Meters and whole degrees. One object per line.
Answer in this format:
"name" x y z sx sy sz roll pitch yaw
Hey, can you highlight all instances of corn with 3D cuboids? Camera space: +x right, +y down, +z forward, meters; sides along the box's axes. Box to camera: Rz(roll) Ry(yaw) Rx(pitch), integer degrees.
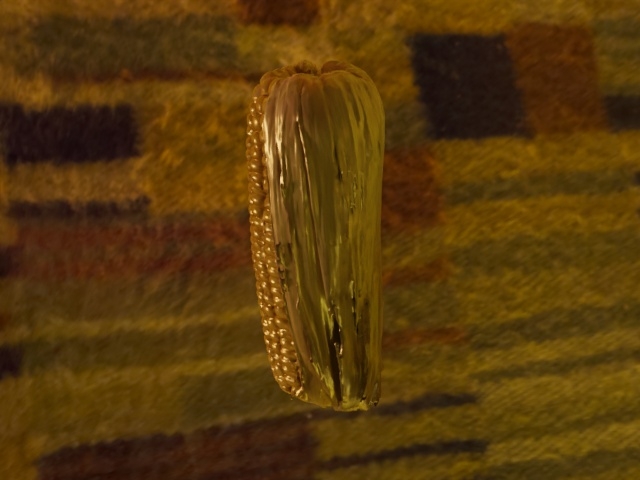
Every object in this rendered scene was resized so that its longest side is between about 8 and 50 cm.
"corn" 0.005 0.000 0.979 0.122 0.123 0.305 -18 119 -28
